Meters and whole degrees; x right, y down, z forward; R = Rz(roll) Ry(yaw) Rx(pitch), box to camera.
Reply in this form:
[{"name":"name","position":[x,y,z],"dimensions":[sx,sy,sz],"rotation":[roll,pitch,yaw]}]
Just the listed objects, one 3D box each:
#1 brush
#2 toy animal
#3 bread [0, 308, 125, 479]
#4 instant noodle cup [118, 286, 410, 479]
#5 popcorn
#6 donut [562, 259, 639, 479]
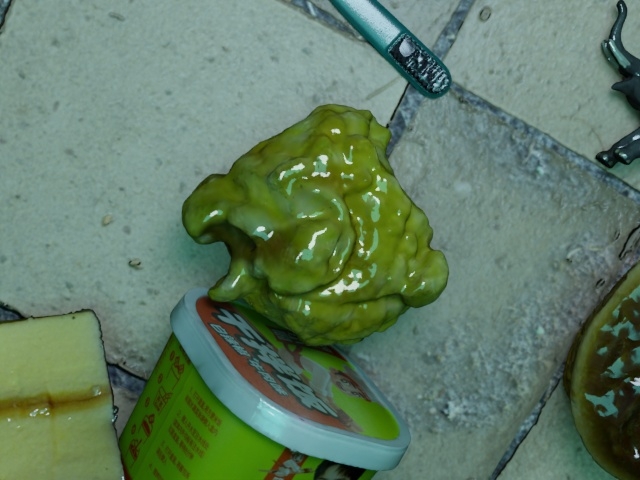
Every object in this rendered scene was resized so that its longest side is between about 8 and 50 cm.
[{"name":"brush","position":[0.079,-0.239,1.178],"dimensions":[0.193,0.032,0.043],"rotation":[43,95,-8]},{"name":"toy animal","position":[0.388,-0.135,1.178],"dimensions":[0.137,0.082,0.269],"rotation":[-43,93,1]},{"name":"bread","position":[-0.329,0.181,1.089],"dimensions":[0.178,0.240,0.135],"rotation":[19,131,-40]},{"name":"instant noodle cup","position":[-0.104,0.257,1.121],"dimensions":[0.294,0.294,0.308],"rotation":[32,102,-5]},{"name":"popcorn","position":[0.000,0.000,1.110],"dimensions":[0.241,0.235,0.250],"rotation":[-31,93,17]},{"name":"donut","position":[0.444,0.139,1.174],"dimensions":[0.330,0.160,0.330],"rotation":[2,105,7]}]
